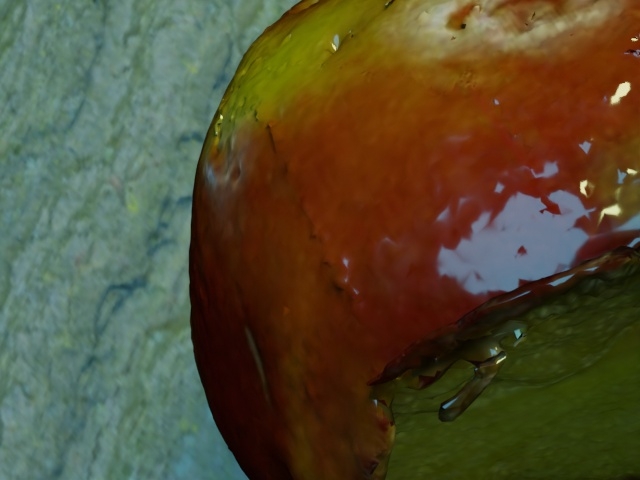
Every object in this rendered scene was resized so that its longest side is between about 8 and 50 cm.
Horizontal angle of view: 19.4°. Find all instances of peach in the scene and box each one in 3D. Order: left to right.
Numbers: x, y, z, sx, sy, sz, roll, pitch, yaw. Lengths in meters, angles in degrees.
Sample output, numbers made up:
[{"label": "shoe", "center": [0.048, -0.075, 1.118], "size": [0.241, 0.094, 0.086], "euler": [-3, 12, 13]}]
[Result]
[{"label": "peach", "center": [0.134, -0.003, 0.919], "size": [0.417, 0.339, 0.353], "euler": [8, 84, 41]}]
